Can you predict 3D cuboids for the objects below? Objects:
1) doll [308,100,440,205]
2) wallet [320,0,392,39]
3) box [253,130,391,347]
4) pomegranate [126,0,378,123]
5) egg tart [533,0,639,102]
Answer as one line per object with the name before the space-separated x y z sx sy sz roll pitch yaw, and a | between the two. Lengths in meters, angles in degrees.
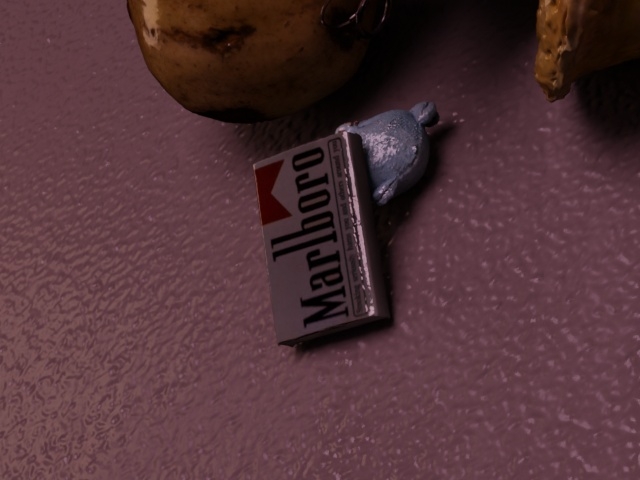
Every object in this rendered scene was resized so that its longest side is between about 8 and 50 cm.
doll | 0.028 -0.085 1.724 0.180 0.075 0.120 4 58 43
wallet | 0.064 -0.302 1.667 0.275 0.335 0.068 53 128 26
box | 0.000 0.000 1.660 0.115 0.036 0.177 -17 74 34
pomegranate | -0.070 -0.255 1.806 0.281 0.281 0.281 -23 46 26
egg tart | 0.270 -0.253 1.527 0.128 0.319 0.319 17 67 11
